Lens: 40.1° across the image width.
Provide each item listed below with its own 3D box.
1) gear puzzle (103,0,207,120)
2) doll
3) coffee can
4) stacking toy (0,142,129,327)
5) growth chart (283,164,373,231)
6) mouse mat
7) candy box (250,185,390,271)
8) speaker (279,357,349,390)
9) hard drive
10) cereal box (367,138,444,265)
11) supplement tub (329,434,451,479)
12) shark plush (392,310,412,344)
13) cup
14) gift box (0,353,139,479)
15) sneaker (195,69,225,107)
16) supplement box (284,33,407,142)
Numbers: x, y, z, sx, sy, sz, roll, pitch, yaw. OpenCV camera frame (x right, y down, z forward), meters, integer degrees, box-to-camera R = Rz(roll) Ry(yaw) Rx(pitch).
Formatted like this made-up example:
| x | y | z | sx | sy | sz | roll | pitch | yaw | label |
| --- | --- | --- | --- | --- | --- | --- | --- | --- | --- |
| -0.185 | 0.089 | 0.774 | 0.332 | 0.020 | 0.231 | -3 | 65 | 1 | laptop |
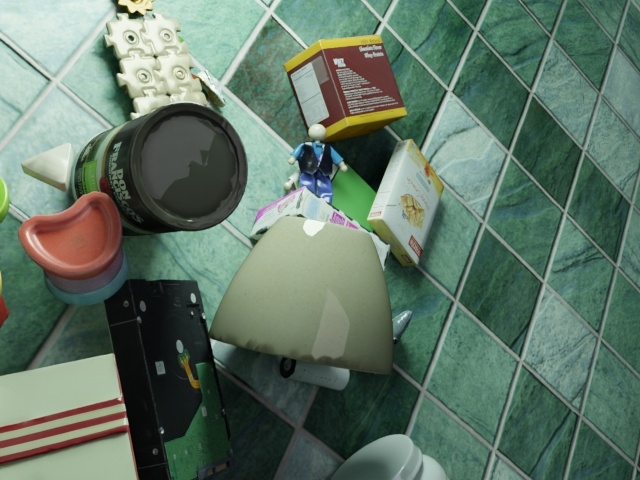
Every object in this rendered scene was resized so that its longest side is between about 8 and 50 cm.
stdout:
| x | y | z | sx | sy | sz | roll | pitch | yaw | label |
| --- | --- | --- | --- | --- | --- | --- | --- | --- | --- |
| -0.331 | -0.350 | 1.678 | 0.175 | 0.044 | 0.338 | -15 | 83 | -39 | gear puzzle |
| -0.004 | -0.152 | 1.833 | 0.129 | 0.046 | 0.188 | 2 | 76 | -16 | doll |
| -0.274 | -0.109 | 1.460 | 0.202 | 0.275 | 0.201 | 2 | 87 | -33 | coffee can |
| -0.467 | 0.011 | 1.374 | 0.309 | 0.130 | 0.279 | -18 | 57 | -14 | stacking toy |
| 0.032 | -0.086 | 1.897 | 0.237 | 0.021 | 0.172 | 44 | 54 | -19 | growth chart |
| 0.063 | -0.061 | 1.894 | 0.152 | 0.007 | 0.189 | 44 | 55 | -20 | mouse mat |
| 0.000 | 0.000 | 1.750 | 0.233 | 0.159 | 0.071 | 33 | 55 | -28 | candy box |
| -0.010 | 0.258 | 1.726 | 0.136 | 0.055 | 0.055 | 19 | 65 | -33 | speaker |
| -0.250 | 0.234 | 1.466 | 0.237 | 0.064 | 0.338 | 6 | 68 | -70 | hard drive |
| 0.198 | -0.085 | 1.988 | 0.173 | 0.047 | 0.240 | 49 | 49 | -37 | cereal box |
| 0.177 | 0.557 | 1.662 | 0.235 | 0.235 | 0.324 | -43 | 104 | -39 | supplement tub |
| 0.138 | 0.210 | 1.853 | 0.161 | 0.067 | 0.073 | -43 | 104 | -39 | shark plush |
| -0.012 | 0.089 | 1.558 | 0.331 | 0.331 | 0.236 | 15 | 85 | -35 | cup |
| -0.387 | 0.305 | 1.194 | 0.258 | 0.276 | 0.255 | -11 | 44 | -15 | gift box |
| -0.214 | -0.307 | 1.759 | 0.083 | 0.032 | 0.037 | 51 | 51 | -15 | sneaker |
| 0.057 | -0.332 | 1.923 | 0.191 | 0.129 | 0.194 | -17 | 87 | -41 | supplement box |
